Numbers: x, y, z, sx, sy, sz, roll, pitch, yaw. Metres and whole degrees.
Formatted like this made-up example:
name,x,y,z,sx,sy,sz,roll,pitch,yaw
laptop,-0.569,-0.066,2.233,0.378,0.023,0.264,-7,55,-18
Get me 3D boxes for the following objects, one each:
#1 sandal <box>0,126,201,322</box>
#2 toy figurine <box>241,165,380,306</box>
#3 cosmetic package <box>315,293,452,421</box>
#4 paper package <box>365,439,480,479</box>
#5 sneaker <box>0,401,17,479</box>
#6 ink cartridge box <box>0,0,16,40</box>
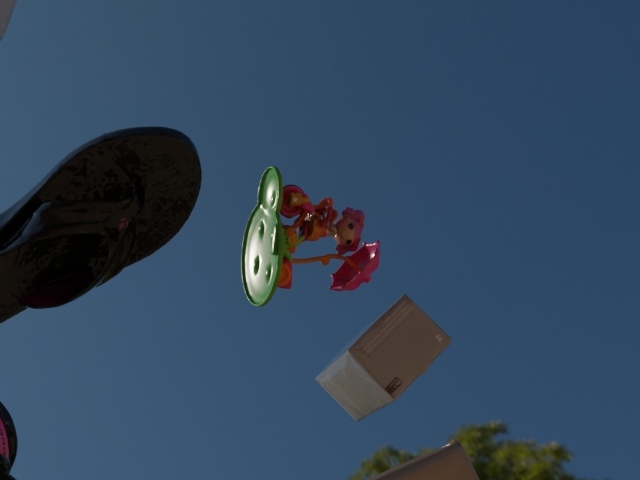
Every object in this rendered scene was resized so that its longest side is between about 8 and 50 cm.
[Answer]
name,x,y,z,sx,sy,sz,roll,pitch,yaw
sandal,-0.327,0.023,1.365,0.445,0.107,0.167,-30,-52,9
toy figurine,0.000,0.000,1.416,0.159,0.130,0.173,4,-82,-24
cosmetic package,0.086,0.175,1.654,0.127,0.107,0.238,-43,-6,-21
paper package,0.059,0.398,1.095,0.325,0.309,0.168,-14,-22,-40
sneaker,-0.323,0.154,0.825,0.202,0.483,0.185,-26,-89,-23
ink cartridge box,-0.486,-0.320,1.265,0.273,0.197,0.114,26,-75,-5
